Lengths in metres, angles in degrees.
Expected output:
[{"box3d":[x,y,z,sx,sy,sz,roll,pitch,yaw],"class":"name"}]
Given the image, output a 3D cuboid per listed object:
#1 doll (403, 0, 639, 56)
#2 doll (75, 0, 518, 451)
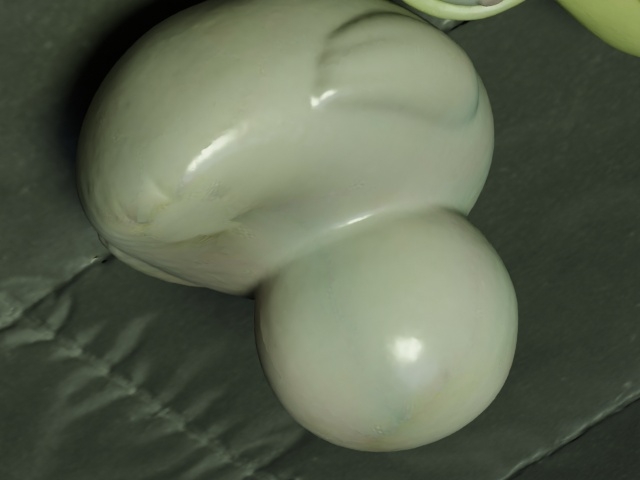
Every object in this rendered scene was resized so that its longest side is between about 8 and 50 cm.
[{"box3d":[0.141,-0.152,0.788,0.296,0.117,0.141,-6,135,-25],"class":"doll"},{"box3d":[0.000,0.000,0.789,0.251,0.221,0.221,21,122,-45],"class":"doll"}]
